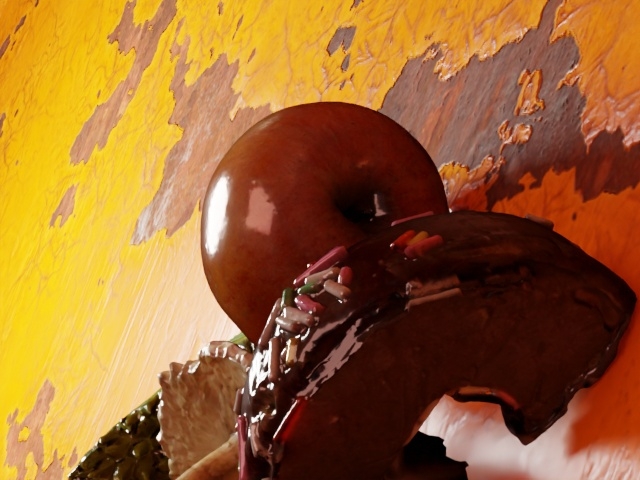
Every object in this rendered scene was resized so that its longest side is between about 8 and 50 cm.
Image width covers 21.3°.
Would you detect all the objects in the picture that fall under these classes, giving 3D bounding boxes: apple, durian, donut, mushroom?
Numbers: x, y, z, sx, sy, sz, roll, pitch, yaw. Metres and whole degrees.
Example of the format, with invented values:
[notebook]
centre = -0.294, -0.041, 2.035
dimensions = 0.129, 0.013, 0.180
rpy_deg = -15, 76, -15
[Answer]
[apple]
centre = 0.000, 0.000, 1.592
dimensions = 0.253, 0.253, 0.254
rpy_deg = -42, 35, 40
[durian]
centre = -0.137, 0.228, 1.839
dimensions = 0.394, 0.163, 0.198
rpy_deg = -52, -9, 20
[donut]
centre = 0.059, 0.114, 1.347
dimensions = 0.345, 0.259, 0.136
rpy_deg = -57, 36, 21
[mushroom]
centre = -0.107, 0.253, 1.573
dimensions = 0.233, 0.208, 0.302
rpy_deg = 113, -177, -49
